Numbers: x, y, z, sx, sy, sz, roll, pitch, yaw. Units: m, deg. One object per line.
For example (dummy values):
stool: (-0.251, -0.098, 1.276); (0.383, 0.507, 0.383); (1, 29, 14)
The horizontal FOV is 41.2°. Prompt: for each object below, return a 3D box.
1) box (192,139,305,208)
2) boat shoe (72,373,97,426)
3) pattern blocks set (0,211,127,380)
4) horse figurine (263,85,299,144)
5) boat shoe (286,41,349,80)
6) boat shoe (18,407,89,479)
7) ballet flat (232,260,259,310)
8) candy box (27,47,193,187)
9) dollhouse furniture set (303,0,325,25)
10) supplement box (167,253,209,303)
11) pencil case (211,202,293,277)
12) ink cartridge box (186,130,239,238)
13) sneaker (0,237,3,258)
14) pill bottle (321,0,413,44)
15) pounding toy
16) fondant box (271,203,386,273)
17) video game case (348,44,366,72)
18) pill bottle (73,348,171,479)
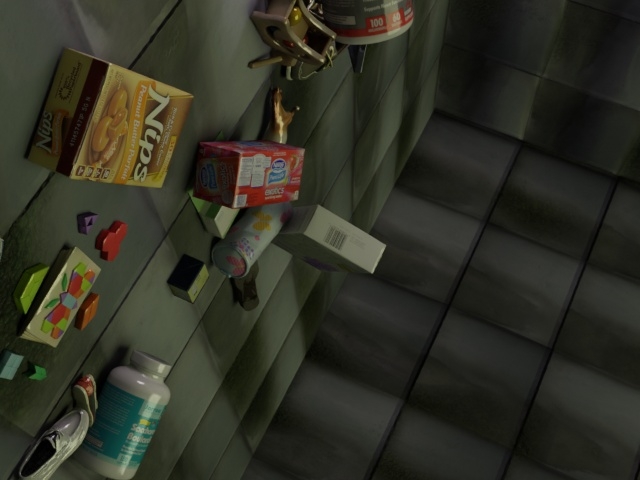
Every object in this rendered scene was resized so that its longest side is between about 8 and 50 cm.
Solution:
box: (-0.159, -0.155, 1.932); (0.257, 0.123, 0.128); (-13, 117, -56)
boat shoe: (-0.487, 0.337, 1.776); (0.043, 0.049, 0.137); (-56, 158, -47)
pattern blocks set: (-0.462, 0.103, 1.525); (0.324, 0.026, 0.285); (-67, 167, -1)
horse figurine: (-0.117, -0.261, 2.203); (0.174, 0.066, 0.263); (-30, 139, -78)
boat shoe: (0.006, -0.503, 2.220); (0.305, 0.091, 0.109); (-55, 162, -43)
boat shoe: (-0.532, 0.405, 1.691); (0.184, 0.066, 0.063); (-49, 160, -28)
ballet flat: (-0.219, 0.114, 2.465); (0.084, 0.058, 0.250); (-24, 145, -15)
candy box: (-0.334, -0.190, 1.403); (0.183, 0.088, 0.316); (-69, 166, 6)
dollhouse furniture set: (0.005, -0.587, 2.051); (0.182, 0.101, 0.161); (-60, 165, -27)
supplement box: (-0.313, 0.092, 2.027); (0.083, 0.056, 0.083); (-61, 166, -23)
pencil case: (-0.180, -0.020, 2.253); (0.124, 0.113, 0.273); (-47, -175, 45)
ink cartridge box: (-0.231, -0.127, 2.002); (0.171, 0.056, 0.235); (-62, 168, -19)
sneaker: (-0.483, 0.035, 1.208); (0.081, 0.080, 0.211); (-48, 159, -46)
pill bottle: (0.089, -0.644, 1.906); (0.210, 0.210, 0.363); (-53, 142, -46)
pounding toy: (-0.068, -0.436, 1.903); (0.154, 0.154, 0.269); (-66, 166, -6)
fondant box: (0.000, 0.000, 2.411); (0.096, 0.238, 0.330); (-64, -159, -11)
video game case: (0.110, -0.633, 2.357); (0.196, 0.026, 0.274); (-99, -167, -45)
pill bottle: (-0.424, 0.378, 1.870); (0.264, 0.146, 0.146); (-66, 167, -5)
